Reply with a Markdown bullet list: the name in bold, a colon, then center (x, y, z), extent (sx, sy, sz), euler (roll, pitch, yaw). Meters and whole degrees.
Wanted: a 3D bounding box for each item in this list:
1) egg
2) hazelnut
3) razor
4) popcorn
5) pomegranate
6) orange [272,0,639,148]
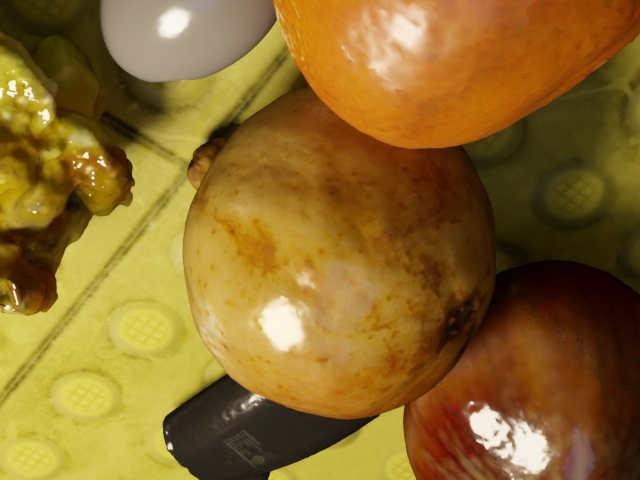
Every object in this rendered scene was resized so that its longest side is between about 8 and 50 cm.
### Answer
- **egg**: center (-0.135, -0.261, 1.186), extent (0.176, 0.176, 0.232), euler (36, 116, -25)
- **hazelnut**: center (0.276, 0.228, 1.456), extent (0.359, 0.359, 0.409), euler (1, 129, -3)
- **razor**: center (-0.058, 0.235, 1.598), extent (0.327, 0.107, 0.189), euler (-34, 119, 21)
- **popcorn**: center (-0.380, -0.098, 1.230), extent (0.326, 0.290, 0.321), euler (-22, 118, -23)
- **pomegranate**: center (0.000, 0.000, 1.296), extent (0.410, 0.410, 0.410), euler (-1, 126, -1)
- **orange**: center (0.149, -0.285, 1.050), extent (0.424, 0.424, 0.326), euler (-37, 84, 23)
